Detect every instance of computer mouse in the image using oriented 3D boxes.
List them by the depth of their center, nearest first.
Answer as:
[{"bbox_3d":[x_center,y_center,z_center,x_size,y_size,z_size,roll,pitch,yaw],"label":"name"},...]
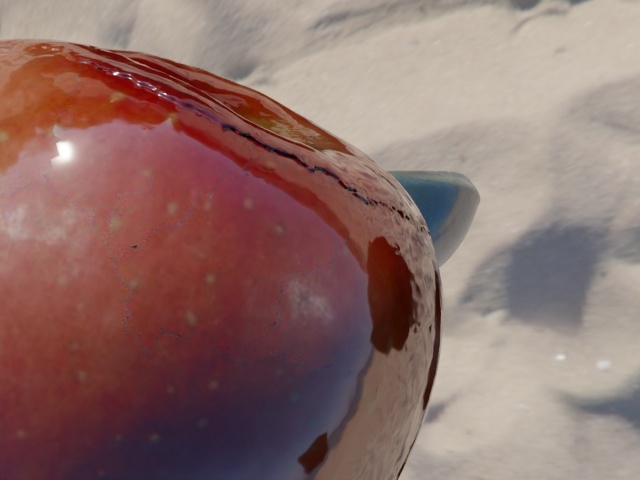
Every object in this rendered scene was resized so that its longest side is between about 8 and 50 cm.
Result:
[{"bbox_3d":[0.000,0.000,1.770,0.371,0.188,0.122,0,76,-35],"label":"computer mouse"}]

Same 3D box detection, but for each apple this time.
[{"bbox_3d":[-0.058,0.032,0.492,0.181,0.181,0.168,23,91,-11],"label":"apple"}]
